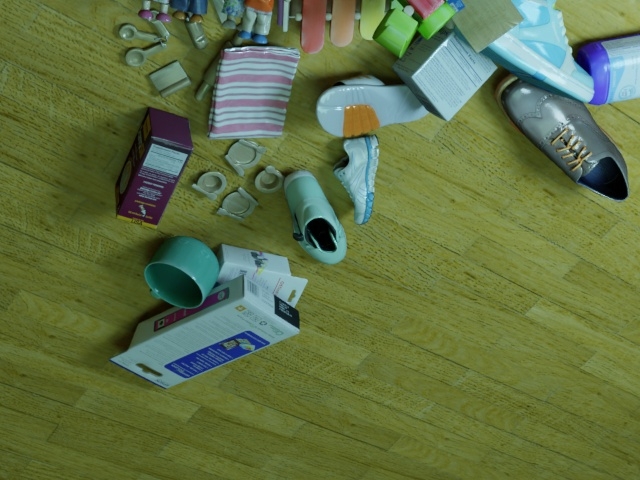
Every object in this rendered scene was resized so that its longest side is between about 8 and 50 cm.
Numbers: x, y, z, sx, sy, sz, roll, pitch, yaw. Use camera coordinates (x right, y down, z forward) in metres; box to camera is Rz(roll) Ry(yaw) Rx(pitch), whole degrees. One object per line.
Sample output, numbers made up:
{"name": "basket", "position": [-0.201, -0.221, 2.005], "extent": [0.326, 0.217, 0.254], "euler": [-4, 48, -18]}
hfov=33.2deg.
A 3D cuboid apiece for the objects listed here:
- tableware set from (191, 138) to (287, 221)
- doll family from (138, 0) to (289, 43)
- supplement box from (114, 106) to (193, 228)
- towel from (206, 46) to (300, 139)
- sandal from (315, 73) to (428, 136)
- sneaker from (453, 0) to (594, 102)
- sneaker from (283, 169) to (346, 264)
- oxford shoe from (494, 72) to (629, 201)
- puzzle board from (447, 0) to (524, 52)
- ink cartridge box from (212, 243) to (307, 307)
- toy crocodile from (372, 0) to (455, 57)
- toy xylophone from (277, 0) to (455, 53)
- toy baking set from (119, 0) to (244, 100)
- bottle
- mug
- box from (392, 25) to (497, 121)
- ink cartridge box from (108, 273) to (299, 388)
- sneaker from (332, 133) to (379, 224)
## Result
{"name": "tableware set", "position": [-0.150, -0.112, 2.037], "extent": [0.169, 0.020, 0.141], "euler": [-40, 126, 19]}
{"name": "doll family", "position": [-0.173, -0.429, 1.723], "extent": [0.263, 0.118, 0.163], "euler": [11, 115, -5]}
{"name": "supplement box", "position": [-0.302, -0.129, 1.932], "extent": [0.081, 0.104, 0.188], "euler": [15, 123, -23]}
{"name": "towel", "position": [-0.120, -0.256, 1.899], "extent": [0.144, 0.029, 0.197], "euler": [-4, 134, -22]}
{"name": "sandal", "position": [0.090, -0.253, 1.951], "extent": [0.265, 0.076, 0.102], "euler": [-9, 129, -34]}
{"name": "sneaker", "position": [0.398, -0.379, 1.861], "extent": [0.319, 0.127, 0.208], "euler": [24, 94, -35]}
{"name": "sneaker", "position": [-0.001, 0.000, 2.071], "extent": [0.094, 0.151, 0.256], "euler": [-23, 138, 4]}
{"name": "oxford shoe", "position": [0.475, -0.198, 2.040], "extent": [0.364, 0.132, 0.130], "euler": [31, 117, -31]}
{"name": "puzzle board", "position": [0.258, -0.384, 1.761], "extent": [0.096, 0.011, 0.128], "euler": [-35, 83, 1]}
{"name": "ink cartridge box", "position": [-0.129, 0.080, 2.168], "extent": [0.181, 0.061, 0.104], "euler": [13, 125, -21]}
{"name": "toy crocodile", "position": [0.210, -0.426, 1.699], "extent": [0.340, 0.105, 0.115], "euler": [-43, 94, -2]}
{"name": "toy xylophone", "position": [0.078, -0.443, 1.785], "extent": [0.323, 0.081, 0.236], "euler": [-10, 129, -6]}
{"name": "toy baking set", "position": [-0.224, -0.350, 1.821], "extent": [0.197, 0.030, 0.256], "euler": [29, 117, -31]}
{"name": "bottle", "position": [0.621, -0.329, 1.995], "extent": [0.283, 0.092, 0.118], "euler": [-10, 129, -5]}
{"name": "mug", "position": [-0.273, 0.053, 2.085], "extent": [0.158, 0.097, 0.129], "euler": [5, 136, 29]}
{"name": "box", "position": [0.221, -0.308, 1.906], "extent": [0.137, 0.072, 0.126], "euler": [-47, 126, -2]}
{"name": "ink cartridge box", "position": [-0.240, 0.194, 2.188], "extent": [0.371, 0.069, 0.176], "euler": [-27, 138, 26]}
{"name": "sneaker", "position": [0.064, -0.117, 2.060], "extent": [0.083, 0.071, 0.190], "euler": [0, 120, -5]}
